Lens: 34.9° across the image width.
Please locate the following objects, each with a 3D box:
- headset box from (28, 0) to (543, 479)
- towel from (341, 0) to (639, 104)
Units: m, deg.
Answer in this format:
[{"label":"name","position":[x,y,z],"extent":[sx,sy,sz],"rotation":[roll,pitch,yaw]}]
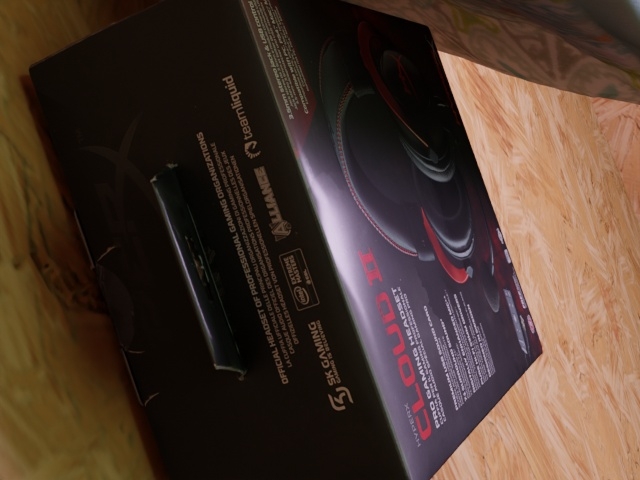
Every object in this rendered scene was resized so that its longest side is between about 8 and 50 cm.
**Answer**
[{"label":"headset box","position":[0.000,0.000,0.504],"extent":[0.293,0.110,0.218],"rotation":[-14,84,-66]},{"label":"towel","position":[0.064,-0.171,0.574],"extent":[0.374,0.320,0.090],"rotation":[12,100,-63]}]
